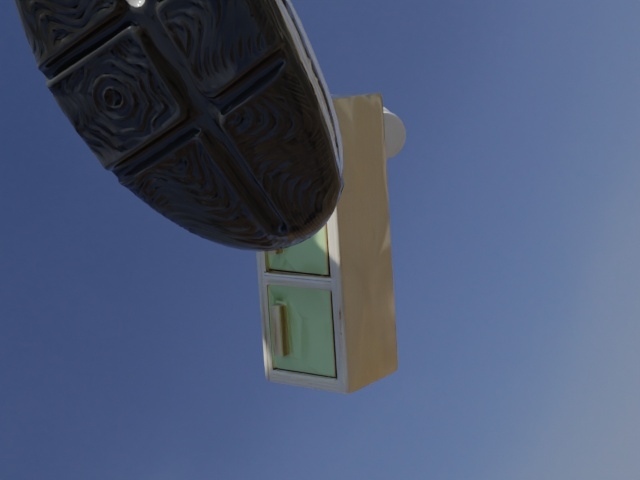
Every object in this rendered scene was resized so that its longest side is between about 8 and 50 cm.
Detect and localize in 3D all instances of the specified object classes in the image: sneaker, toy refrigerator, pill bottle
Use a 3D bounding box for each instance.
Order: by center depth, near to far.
[{"bbox_3d":[-0.092,-0.224,0.692,0.447,0.169,0.257,56,-145,-11],"label":"sneaker"},{"bbox_3d":[0.000,0.000,1.016,0.094,0.102,0.269,-17,-73,-51],"label":"toy refrigerator"},{"bbox_3d":[0.044,-0.115,1.168,0.067,0.120,0.067,-3,-82,-22],"label":"pill bottle"}]
